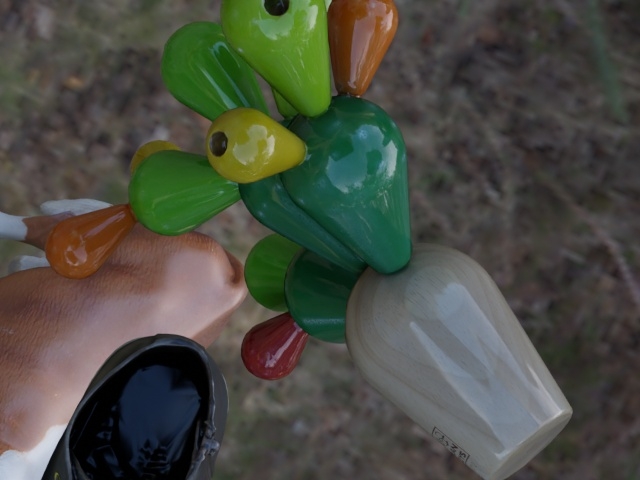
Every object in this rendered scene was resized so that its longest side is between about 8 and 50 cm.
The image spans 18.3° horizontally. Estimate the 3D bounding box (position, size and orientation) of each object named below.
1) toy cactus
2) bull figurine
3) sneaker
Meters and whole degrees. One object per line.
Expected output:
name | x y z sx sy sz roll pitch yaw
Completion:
toy cactus | 0.000 0.000 0.612 0.112 0.180 0.219 -32 159 -24
bull figurine | -0.177 0.071 1.051 0.310 0.188 0.101 -33 132 -43
sneaker | -0.098 0.139 0.792 0.118 0.083 0.222 114 -7 -82
